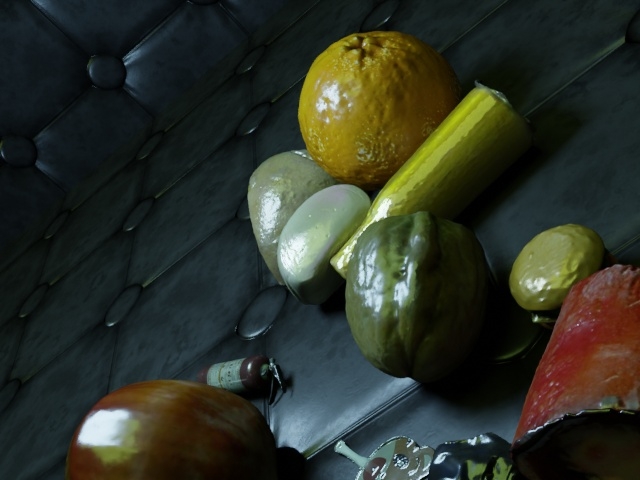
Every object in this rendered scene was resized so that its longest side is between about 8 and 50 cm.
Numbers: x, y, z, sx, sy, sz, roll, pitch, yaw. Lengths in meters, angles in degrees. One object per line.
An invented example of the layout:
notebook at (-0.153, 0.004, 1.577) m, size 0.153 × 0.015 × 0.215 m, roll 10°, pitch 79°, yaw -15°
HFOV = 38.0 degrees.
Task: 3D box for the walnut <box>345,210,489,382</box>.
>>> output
walnut at (0.151, 0.092, 1.476) m, size 0.283 × 0.228 × 0.282 m, roll -171°, pitch 90°, yaw -89°

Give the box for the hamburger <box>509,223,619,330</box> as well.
hamburger at (0.356, 0.055, 1.351) m, size 0.162 × 0.115 × 0.162 m, roll -37°, pitch 28°, yaw 23°

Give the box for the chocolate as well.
chocolate at (0.195, -0.092, 1.739) m, size 0.445 × 0.162 × 0.162 m, roll -45°, pitch 27°, yaw 2°

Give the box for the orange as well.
orange at (0.119, -0.278, 1.909) m, size 0.341 × 0.293 × 0.340 m, roll -11°, pitch 40°, yaw 9°

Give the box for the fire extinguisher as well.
fire extinguisher at (-0.146, 0.278, 1.820) m, size 0.231 × 0.071 × 0.099 m, roll -15°, pitch 68°, yaw 43°

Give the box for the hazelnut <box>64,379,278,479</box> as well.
hazelnut at (-0.255, 0.396, 1.551) m, size 0.366 × 0.366 × 0.365 m, roll -34°, pitch 29°, yaw 22°

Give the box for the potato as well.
potato at (-0.039, -0.064, 1.992) m, size 0.211 × 0.189 × 0.264 m, roll -27°, pitch 33°, yaw 32°

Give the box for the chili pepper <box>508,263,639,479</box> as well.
chili pepper at (0.371, 0.151, 1.085) m, size 0.251 × 0.229 × 0.305 m, roll -39°, pitch 23°, yaw 50°

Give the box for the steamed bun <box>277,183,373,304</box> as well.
steamed bun at (0.000, 0.000, 1.841) m, size 0.153 × 0.170 × 0.238 m, roll 35°, pitch 75°, yaw 27°

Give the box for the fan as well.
fan at (0.082, 0.357, 1.442) m, size 0.152 × 0.008 × 0.227 m, roll -53°, pitch 29°, yaw -12°

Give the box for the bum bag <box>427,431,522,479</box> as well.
bum bag at (0.163, 0.390, 1.215) m, size 0.137 × 0.074 × 0.310 m, roll 3°, pitch 54°, yaw 44°
